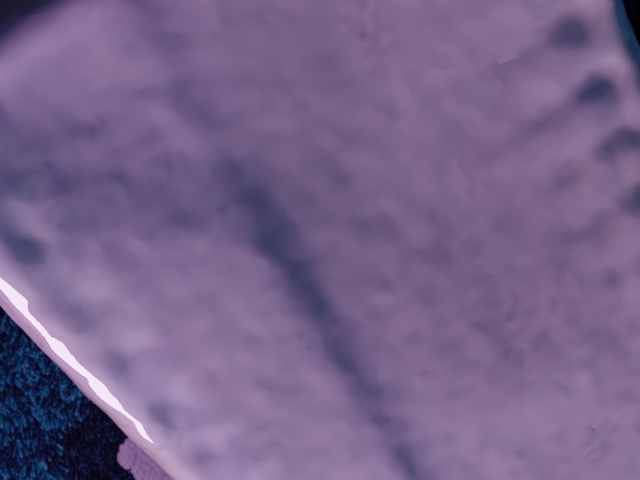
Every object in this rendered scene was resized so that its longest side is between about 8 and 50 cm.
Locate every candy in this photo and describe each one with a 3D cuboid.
[{"bbox_3d":[0.010,-0.005,0.583,0.145,0.208,0.358,49,175,48],"label":"candy"}]
